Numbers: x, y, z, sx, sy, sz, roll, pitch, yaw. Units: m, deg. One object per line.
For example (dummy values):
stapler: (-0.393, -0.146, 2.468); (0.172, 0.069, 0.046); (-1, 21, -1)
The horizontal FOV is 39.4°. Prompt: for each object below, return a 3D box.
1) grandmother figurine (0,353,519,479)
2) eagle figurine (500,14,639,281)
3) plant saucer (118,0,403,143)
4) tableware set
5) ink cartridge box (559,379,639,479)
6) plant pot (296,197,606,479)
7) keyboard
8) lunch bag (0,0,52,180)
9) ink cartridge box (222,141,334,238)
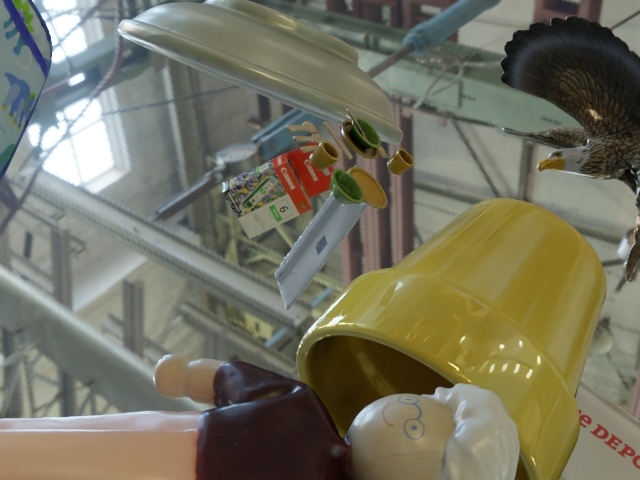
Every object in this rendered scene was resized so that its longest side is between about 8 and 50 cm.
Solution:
grandmother figurine: (-0.061, 0.130, 0.479); (0.342, 0.208, 0.104); (-5, -43, -4)
eagle figurine: (0.369, -0.135, 1.180); (0.226, 0.225, 0.298); (-50, -136, 30)
plant saucer: (-0.063, -0.243, 1.191); (0.400, 0.400, 0.101); (26, -82, 29)
tableware set: (0.039, -0.076, 0.828); (0.024, 0.154, 0.104); (-41, -105, 29)
ink cartridge box: (0.216, 0.307, 0.941); (0.223, 0.307, 0.129); (37, -14, 44)
plant pot: (0.146, 0.095, 0.839); (0.254, 0.239, 0.254); (30, -33, 22)
keyboard: (0.000, 0.000, 1.333); (0.256, 0.014, 0.072); (-54, -133, 36)
lunch bag: (-0.280, -0.149, 0.635); (0.090, 0.176, 0.219); (7, -30, 12)
ink cartridge box: (-0.040, -0.055, 0.952); (0.115, 0.029, 0.063); (-25, -65, 8)
